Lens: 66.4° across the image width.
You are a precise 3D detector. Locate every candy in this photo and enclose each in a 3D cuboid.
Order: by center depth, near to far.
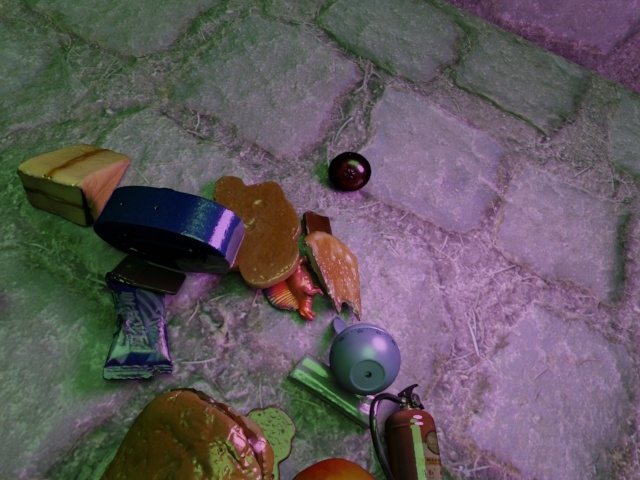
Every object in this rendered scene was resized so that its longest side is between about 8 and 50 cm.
[{"bbox_3d":[-0.418,0.186,1.119,0.145,0.070,0.275,1,52,-23],"label":"candy"}]

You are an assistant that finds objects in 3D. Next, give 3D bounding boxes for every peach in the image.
[{"bbox_3d":[0.029,0.533,0.919,0.231,0.231,0.230,7,56,-10],"label":"peach"}]

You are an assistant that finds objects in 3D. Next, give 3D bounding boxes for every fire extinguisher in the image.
[{"bbox_3d":[0.192,0.472,1.030,0.113,0.200,0.375,-16,54,19],"label":"fire extinguisher"}]

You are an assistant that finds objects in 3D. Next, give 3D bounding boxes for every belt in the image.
[{"bbox_3d":[-0.359,-0.021,1.165,0.347,0.212,0.117,10,60,13],"label":"belt"}]

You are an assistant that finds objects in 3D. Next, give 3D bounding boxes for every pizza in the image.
[{"bbox_3d":[0.047,0.092,1.283,0.181,0.034,0.261,3,60,-47],"label":"pizza"}]

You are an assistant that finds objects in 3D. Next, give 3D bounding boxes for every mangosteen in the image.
[{"bbox_3d":[0.091,-0.212,1.488,0.140,0.140,0.140,7,56,-10],"label":"mangosteen"}]

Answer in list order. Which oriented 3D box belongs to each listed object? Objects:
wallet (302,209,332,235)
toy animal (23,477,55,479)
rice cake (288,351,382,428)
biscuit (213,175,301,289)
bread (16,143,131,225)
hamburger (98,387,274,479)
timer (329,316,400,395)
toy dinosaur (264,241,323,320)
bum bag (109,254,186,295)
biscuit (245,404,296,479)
[{"bbox_3d":[0.000,0.000,1.362,0.095,0.026,0.176,11,54,-35],"label":"wallet"},{"bbox_3d":[-0.512,0.561,0.817,0.267,0.188,0.307,-1,67,10],"label":"toy animal"},{"bbox_3d":[0.036,0.347,1.146,0.222,0.042,0.080,30,57,7],"label":"rice cake"},{"bbox_3d":[-0.193,-0.032,1.306,0.270,0.051,0.375,-24,61,-12],"label":"biscuit"},{"bbox_3d":[-0.621,-0.196,1.255,0.168,0.163,0.263,15,55,-3],"label":"bread"},{"bbox_3d":[-0.257,0.382,0.933,0.330,0.162,0.208,-10,55,15],"label":"hamburger"},{"bbox_3d":[0.091,0.269,1.136,0.176,0.255,0.175,1,83,-8],"label":"timer"},{"bbox_3d":[-0.088,0.090,1.283,0.139,0.070,0.285,-22,62,-2],"label":"toy dinosaur"},{"bbox_3d":[-0.411,0.083,1.178,0.160,0.026,0.109,16,21,-7],"label":"bum bag"},{"bbox_3d":[-0.175,0.482,1.001,0.184,0.047,0.319,21,55,4],"label":"biscuit"}]
